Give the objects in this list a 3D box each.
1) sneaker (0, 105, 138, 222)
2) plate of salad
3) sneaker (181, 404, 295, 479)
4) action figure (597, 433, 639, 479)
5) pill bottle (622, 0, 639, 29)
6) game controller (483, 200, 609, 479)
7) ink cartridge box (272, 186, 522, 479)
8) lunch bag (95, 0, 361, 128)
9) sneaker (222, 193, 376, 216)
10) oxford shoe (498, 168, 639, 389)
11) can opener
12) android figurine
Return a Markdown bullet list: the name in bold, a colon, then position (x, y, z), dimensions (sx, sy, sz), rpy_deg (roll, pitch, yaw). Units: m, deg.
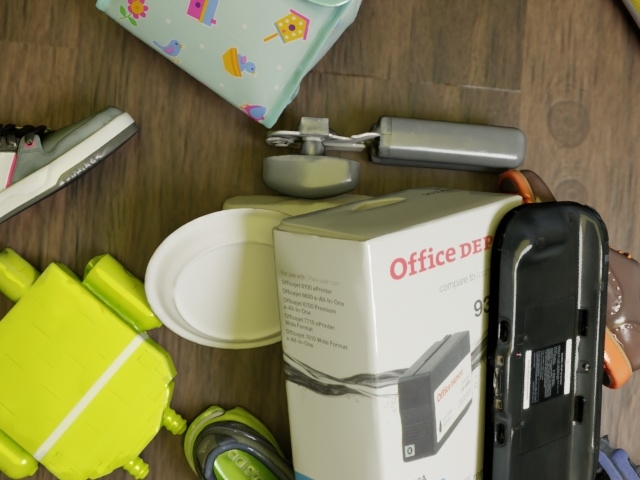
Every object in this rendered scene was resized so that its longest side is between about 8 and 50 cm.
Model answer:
- **sneaker**: position (-0.353, -0.107, 0.845), dimensions (0.295, 0.124, 0.178), rpy_deg (-30, 101, -3)
- **plate of salad**: position (-0.080, 0.038, 0.856), dimensions (0.199, 0.048, 0.200), rpy_deg (-5, 133, -6)
- **sneaker**: position (-0.027, 0.299, 0.863), dimensions (0.300, 0.121, 0.111), rpy_deg (40, 87, -3)
- **action figure**: position (0.351, 0.364, 0.906), dimensions (0.330, 0.178, 0.341), rpy_deg (-37, 65, -10)
- **pill bottle**: position (0.381, -0.291, 0.910), dimensions (0.103, 0.103, 0.184), rpy_deg (-33, 93, -4)
- **game controller**: position (0.219, 0.122, 0.802), dimensions (0.166, 0.067, 0.319), rpy_deg (-4, 97, -34)
- **ink cartridge box**: position (0.087, 0.118, 0.793), dimensions (0.223, 0.129, 0.308), rpy_deg (-15, 106, -40)
- **lunch bag**: position (-0.058, -0.281, 0.800), dimensions (0.223, 0.160, 0.262), rpy_deg (36, 124, -5)
- **sneaker**: position (0.000, 0.000, 0.901), dimensions (0.212, 0.080, 0.094), rpy_deg (1, 105, -2)
- **oxford shoe**: position (0.287, 0.027, 0.910), dimensions (0.098, 0.097, 0.271), rpy_deg (-33, 102, -8)
- **can opener**: position (0.078, -0.083, 0.897), dimensions (0.283, 0.076, 0.095), rpy_deg (4, 86, -6)
- **android figurine**: position (-0.268, 0.140, 0.878), dimensions (0.273, 0.056, 0.248), rpy_deg (39, 86, -3)
